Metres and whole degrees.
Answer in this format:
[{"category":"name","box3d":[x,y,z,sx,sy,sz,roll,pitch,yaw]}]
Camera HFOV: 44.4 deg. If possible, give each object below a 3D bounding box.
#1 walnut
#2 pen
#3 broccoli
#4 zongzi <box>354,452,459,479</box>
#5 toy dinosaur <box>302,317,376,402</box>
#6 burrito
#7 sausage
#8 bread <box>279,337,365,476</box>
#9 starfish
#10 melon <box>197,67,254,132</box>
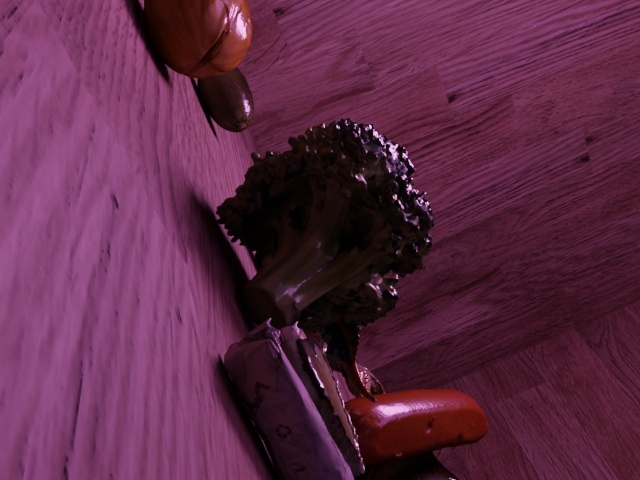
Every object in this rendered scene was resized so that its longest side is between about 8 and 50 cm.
[{"category":"walnut","box3d":[-0.179,-0.325,1.143,0.159,0.159,0.207,65,3,-52]},{"category":"pen","box3d":[-0.050,0.117,1.151,0.033,0.033,0.269,65,2,-50]},{"category":"broccoli","box3d":[0.000,-0.010,0.980,0.235,0.260,0.288,39,-26,60]},{"category":"zongzi","box3d":[0.130,0.435,1.276,0.286,0.134,0.288,-126,-155,-65]},{"category":"toy dinosaur","box3d":[0.029,0.140,1.083,0.187,0.044,0.106,21,-83,58]},{"category":"burrito","box3d":[-0.023,0.165,0.674,0.064,0.064,0.203,-110,176,-73]},{"category":"sausage","box3d":[0.137,0.266,1.158,0.097,0.348,0.094,20,-79,42]},{"category":"bread","box3d":[-0.005,0.192,0.878,0.232,0.064,0.172,44,23,-83]},{"category":"starfish","box3d":[0.033,0.204,1.255,0.236,0.062,0.277,45,3,11]},{"category":"melon","box3d":[-0.180,-0.275,1.499,0.099,0.099,0.162,64,2,-67]}]
